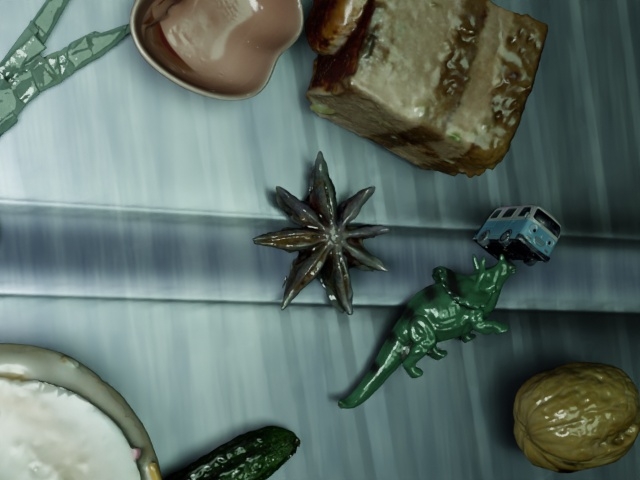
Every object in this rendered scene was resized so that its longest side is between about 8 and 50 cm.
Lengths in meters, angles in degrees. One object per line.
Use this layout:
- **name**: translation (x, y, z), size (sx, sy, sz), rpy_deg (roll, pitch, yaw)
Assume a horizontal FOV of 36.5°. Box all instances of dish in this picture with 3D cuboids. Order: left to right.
- **dish**: translation (-0.133, -0.274, 1.177), size (0.213, 0.090, 0.213), rpy_deg (-2, 95, -20)

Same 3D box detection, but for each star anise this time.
- **star anise**: translation (0.000, 0.000, 1.246), size (0.181, 0.061, 0.204), rpy_deg (-32, 101, -13)

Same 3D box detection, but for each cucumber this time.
- **cucumber**: translation (-0.144, 0.305, 1.208), size (0.265, 0.077, 0.077), rpy_deg (-32, 101, -14)

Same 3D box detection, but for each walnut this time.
- **walnut**: translation (0.355, 0.238, 1.330), size (0.184, 0.155, 0.155), rpy_deg (-8, 95, -17)

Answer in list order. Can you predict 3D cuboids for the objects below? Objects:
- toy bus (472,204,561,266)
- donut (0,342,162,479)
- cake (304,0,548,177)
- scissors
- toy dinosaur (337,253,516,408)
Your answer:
- **toy bus**: translation (0.268, -0.011, 1.303), size (0.060, 0.123, 0.075), rpy_deg (37, 78, -16)
- **donut**: translation (-0.360, 0.297, 1.074), size (0.383, 0.142, 0.382), rpy_deg (0, 86, -5)
- **cake**: translation (0.101, -0.220, 1.199), size (0.293, 0.196, 0.198), rpy_deg (22, 87, -19)
- **scissors**: translation (-0.385, -0.166, 1.130), size (0.256, 0.029, 0.383), rpy_deg (45, 81, -14)
- **toy dinosaur**: translation (0.152, 0.132, 1.297), size (0.120, 0.079, 0.292), rpy_deg (38, 91, -11)
